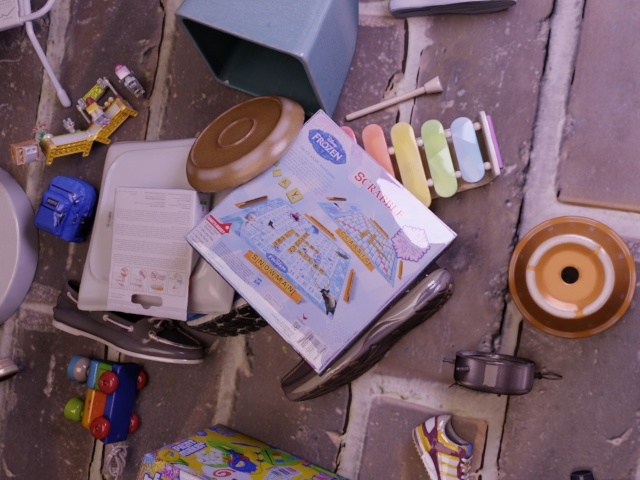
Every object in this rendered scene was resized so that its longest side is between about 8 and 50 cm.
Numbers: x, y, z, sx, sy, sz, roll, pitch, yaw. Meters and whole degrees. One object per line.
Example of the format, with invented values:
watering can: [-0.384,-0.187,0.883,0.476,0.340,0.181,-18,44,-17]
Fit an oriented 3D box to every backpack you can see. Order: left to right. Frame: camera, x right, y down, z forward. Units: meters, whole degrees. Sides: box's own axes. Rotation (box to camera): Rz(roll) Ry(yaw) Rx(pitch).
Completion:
backpack: [-0.500,-0.065,1.670,0.098,0.101,0.120,23,91,10]

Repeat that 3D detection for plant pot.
plant pot: [-0.138,-0.177,1.460,0.236,0.032,0.236,-21,38,17]
plant pot: [-0.060,-0.400,1.485,0.247,0.248,0.252,22,78,17]
plant pot: [0.397,0.058,1.343,0.205,0.188,0.205,-1,87,17]

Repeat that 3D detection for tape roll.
tape roll: [-0.771,0.013,1.764,0.392,0.072,0.391,-1,87,16]

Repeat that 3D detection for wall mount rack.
wall mount rack: [-0.649,-0.408,1.722,0.350,0.130,0.303,-11,81,16]

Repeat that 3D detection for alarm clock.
alarm clock: [0.306,0.222,1.401,0.192,0.129,0.064,3,90,-4]

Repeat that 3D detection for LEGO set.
LEGO set: [-0.480,-0.242,1.654,0.287,0.132,0.107,-35,71,-10]

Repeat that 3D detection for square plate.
square plate: [-0.295,-0.040,1.566,0.344,0.049,0.347,-1,72,25]

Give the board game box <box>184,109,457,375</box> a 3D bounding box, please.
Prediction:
board game box: [0.000,0.000,1.396,0.318,0.066,0.319,-43,78,-8]

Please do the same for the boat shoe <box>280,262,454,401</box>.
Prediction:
boat shoe: [0.067,0.144,1.486,0.355,0.132,0.130,-39,68,3]

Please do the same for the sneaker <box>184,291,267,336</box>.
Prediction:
sneaker: [-0.117,0.060,1.550,0.330,0.130,0.147,-34,60,15]

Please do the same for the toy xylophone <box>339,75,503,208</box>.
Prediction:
toy xylophone: [0.147,-0.151,1.485,0.323,0.081,0.236,-23,81,14]

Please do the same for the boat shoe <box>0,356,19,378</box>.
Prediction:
boat shoe: [-0.755,0.262,1.731,0.303,0.109,0.098,-12,85,22]

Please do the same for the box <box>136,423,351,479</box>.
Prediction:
box: [-0.137,0.462,1.436,0.279,0.290,0.176,19,94,18]

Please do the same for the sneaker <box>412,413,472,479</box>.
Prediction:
sneaker: [0.230,0.388,1.442,0.084,0.070,0.185,-31,80,19]

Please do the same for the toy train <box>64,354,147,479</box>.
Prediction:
toy train: [-0.435,0.348,1.636,0.144,0.105,0.247,11,91,27]

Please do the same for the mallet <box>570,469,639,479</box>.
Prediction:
mallet: [0.506,0.409,1.377,0.190,0.039,0.062,-2,87,13]

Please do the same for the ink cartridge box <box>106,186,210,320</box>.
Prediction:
ink cartridge box: [-0.287,0.019,1.496,0.181,0.056,0.224,5,93,27]

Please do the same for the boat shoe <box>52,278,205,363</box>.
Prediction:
boat shoe: [-0.368,0.154,1.614,0.335,0.112,0.095,13,96,21]

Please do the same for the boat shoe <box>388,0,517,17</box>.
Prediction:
boat shoe: [0.226,-0.438,1.472,0.227,0.083,0.075,1,89,18]
